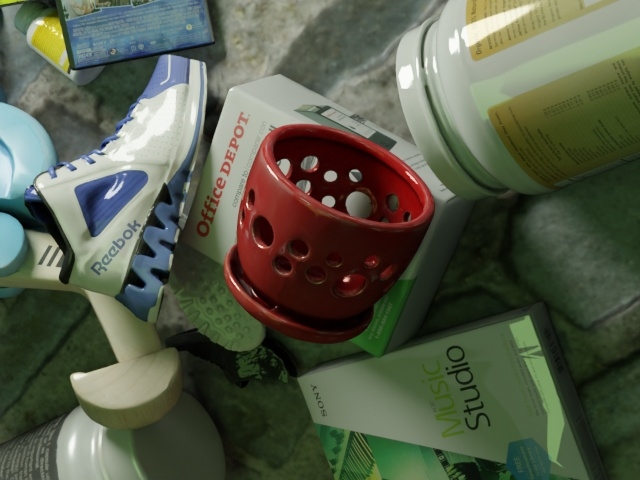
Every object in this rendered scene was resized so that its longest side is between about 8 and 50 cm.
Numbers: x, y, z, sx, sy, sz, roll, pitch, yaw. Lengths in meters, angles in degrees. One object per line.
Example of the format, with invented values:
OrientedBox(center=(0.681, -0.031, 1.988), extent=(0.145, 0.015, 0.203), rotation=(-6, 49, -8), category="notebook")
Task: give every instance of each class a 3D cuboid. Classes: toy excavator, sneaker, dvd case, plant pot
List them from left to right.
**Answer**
OrientedBox(center=(-0.369, -0.004, 1.801), extent=(0.445, 0.222, 0.433), rotation=(5, 65, 3), category="toy excavator")
OrientedBox(center=(-0.240, -0.076, 1.693), extent=(0.182, 0.127, 0.316), rotation=(13, 75, -7), category="sneaker")
OrientedBox(center=(-0.237, -0.342, 1.749), extent=(0.180, 0.022, 0.253), rotation=(-10, 100, 7), category="dvd case")
OrientedBox(center=(-0.143, 0.036, 1.799), extent=(0.090, 0.095, 0.235), rotation=(-43, 81, 14), category="sneaker")
OrientedBox(center=(-0.114, 0.147, 1.836), extent=(0.170, 0.051, 0.089), rotation=(-14, 92, 27), category="sneaker")
OrientedBox(center=(0.000, 0.000, 1.513), extent=(0.191, 0.191, 0.174), rotation=(33, 118, 17), category="plant pot")

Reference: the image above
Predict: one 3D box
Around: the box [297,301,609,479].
OrientedBox(center=(0.150, 0.223, 1.712), extent=(0.322, 0.058, 0.232), rotation=(-19, 94, 32), category="box")

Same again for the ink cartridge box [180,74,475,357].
OrientedBox(center=(0.006, -0.032, 1.681), extent=(0.289, 0.121, 0.211), rotation=(29, 115, 19), category="ink cartridge box")

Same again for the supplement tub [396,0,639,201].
OrientedBox(center=(0.256, -0.178, 1.448), extent=(0.316, 0.228, 0.228), rotation=(-20, 94, 31), category="supplement tub")

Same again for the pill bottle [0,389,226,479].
OrientedBox(center=(-0.310, 0.324, 1.901), extent=(0.361, 0.204, 0.204), rotation=(-27, 90, 32), category="pill bottle")

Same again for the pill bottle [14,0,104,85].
OrientedBox(center=(-0.325, -0.251, 1.832), extent=(0.116, 0.065, 0.065), rotation=(38, 118, 13), category="pill bottle")

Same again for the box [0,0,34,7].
OrientedBox(center=(-0.348, -0.384, 1.785), extent=(0.190, 0.045, 0.184), rotation=(-10, 102, 7), category="box")
